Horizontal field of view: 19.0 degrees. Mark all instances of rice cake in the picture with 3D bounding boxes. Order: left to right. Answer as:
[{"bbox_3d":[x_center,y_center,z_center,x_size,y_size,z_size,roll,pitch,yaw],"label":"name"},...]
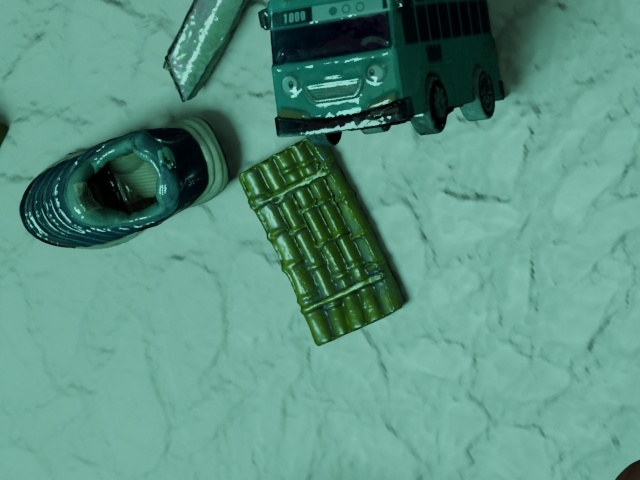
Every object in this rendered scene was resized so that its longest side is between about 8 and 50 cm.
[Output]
[{"bbox_3d":[-0.042,-0.174,1.101,0.033,0.033,0.207,30,112,5],"label":"rice cake"}]

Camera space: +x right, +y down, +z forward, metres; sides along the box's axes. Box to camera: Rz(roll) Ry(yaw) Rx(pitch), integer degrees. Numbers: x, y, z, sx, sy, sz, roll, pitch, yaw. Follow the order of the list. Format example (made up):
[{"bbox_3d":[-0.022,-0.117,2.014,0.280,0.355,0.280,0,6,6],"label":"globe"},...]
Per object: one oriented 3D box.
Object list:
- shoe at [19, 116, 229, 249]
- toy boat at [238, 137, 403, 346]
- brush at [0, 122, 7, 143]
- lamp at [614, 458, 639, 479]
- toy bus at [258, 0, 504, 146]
[{"bbox_3d":[-0.125,-0.029,1.144,0.143,0.071,0.063,-17,92,30],"label":"shoe"},{"bbox_3d":[0.000,0.000,1.126,0.063,0.016,0.115,-27,90,26],"label":"toy boat"},{"bbox_3d":[-0.294,0.000,1.237,0.103,0.047,0.233,34,113,14],"label":"brush"},{"bbox_3d":[0.204,0.158,1.027,0.108,0.092,0.107,22,143,17],"label":"lamp"},{"bbox_3d":[0.034,-0.100,1.012,0.079,0.160,0.091,-7,96,24],"label":"toy bus"}]
